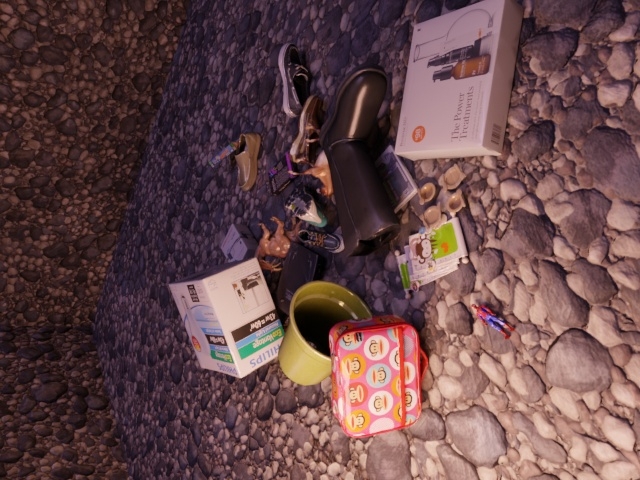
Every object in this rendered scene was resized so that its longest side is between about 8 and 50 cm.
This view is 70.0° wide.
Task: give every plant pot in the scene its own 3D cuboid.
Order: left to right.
[{"bbox_3d":[-0.007,0.306,1.401,0.254,0.276,0.276,-59,43,41],"label":"plant pot"}]

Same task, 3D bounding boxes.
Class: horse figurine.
[{"bbox_3d":[0.002,-0.300,1.608,0.174,0.066,0.263,23,91,20],"label":"horse figurine"}]

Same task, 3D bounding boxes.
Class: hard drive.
[{"bbox_3d":[-0.075,0.146,1.638,0.172,0.054,0.255,28,106,46],"label":"hard drive"}]

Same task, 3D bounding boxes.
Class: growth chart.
[{"bbox_3d":[0.298,0.035,1.251,0.237,0.021,0.172,-39,54,38],"label":"growth chart"}]

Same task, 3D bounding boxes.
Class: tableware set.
[{"bbox_3d":[0.326,-0.117,1.233,0.168,0.020,0.141,-35,49,41],"label":"tableware set"}]

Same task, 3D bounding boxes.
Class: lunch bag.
[{"bbox_3d":[0.158,0.344,1.189,0.120,0.258,0.293,-152,57,-75],"label":"lunch bag"}]

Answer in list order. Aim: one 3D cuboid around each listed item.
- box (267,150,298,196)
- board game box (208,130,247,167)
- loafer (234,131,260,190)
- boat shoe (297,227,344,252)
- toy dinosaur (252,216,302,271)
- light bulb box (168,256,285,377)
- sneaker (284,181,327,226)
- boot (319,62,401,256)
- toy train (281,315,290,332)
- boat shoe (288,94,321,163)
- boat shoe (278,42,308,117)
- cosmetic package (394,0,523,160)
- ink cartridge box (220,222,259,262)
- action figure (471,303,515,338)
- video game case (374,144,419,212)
[{"bbox_3d":[-0.152,-0.267,1.841,0.162,0.029,0.116,-36,56,39],"label":"box"},{"bbox_3d":[-0.423,-0.421,2.124,0.201,0.035,0.136,-22,22,47],"label":"board game box"},{"bbox_3d":[-0.335,-0.354,2.025,0.102,0.092,0.269,1,84,50],"label":"loafer"},{"bbox_3d":[0.000,0.000,1.562,0.183,0.083,0.065,13,93,50],"label":"boat shoe"},{"bbox_3d":[-0.153,0.024,1.722,0.295,0.127,0.200,-22,76,28],"label":"toy dinosaur"},{"bbox_3d":[-0.342,0.278,1.687,0.358,0.225,0.361,-13,99,53],"label":"light bulb box"},{"bbox_3d":[-0.052,-0.122,1.634,0.107,0.110,0.275,-48,30,11],"label":"sneaker"},{"bbox_3d":[0.132,-0.218,1.322,0.367,0.146,0.445,121,144,-58],"label":"boot"},{"bbox_3d":[-0.137,0.325,1.704,0.158,0.027,0.036,-56,49,27],"label":"toy train"},{"bbox_3d":[-0.031,-0.406,1.696,0.095,0.095,0.257,19,96,18],"label":"boat shoe"},{"bbox_3d":[-0.093,-0.639,1.786,0.102,0.108,0.301,-12,76,48],"label":"boat shoe"},{"bbox_3d":[0.356,-0.412,1.215,0.284,0.097,0.377,7,88,53],"label":"cosmetic package"},{"bbox_3d":[-0.341,0.038,1.965,0.191,0.082,0.140,51,121,40],"label":"ink cartridge box"},{"bbox_3d":[0.404,0.186,1.089,0.115,0.030,0.038,43,120,47],"label":"action figure"},{"bbox_3d":[0.201,-0.168,1.405,0.173,0.022,0.190,-47,50,34],"label":"video game case"}]
